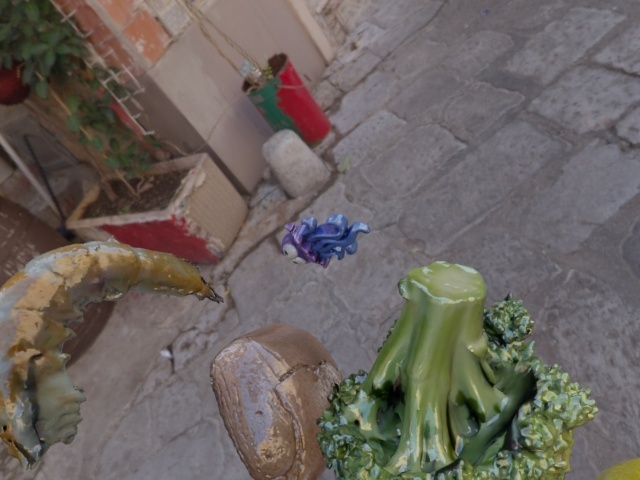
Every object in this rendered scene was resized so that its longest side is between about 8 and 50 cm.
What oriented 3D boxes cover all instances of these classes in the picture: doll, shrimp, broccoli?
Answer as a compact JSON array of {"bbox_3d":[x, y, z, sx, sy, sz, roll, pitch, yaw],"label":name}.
[{"bbox_3d":[0.000,0.000,0.902,0.206,0.110,0.067,-20,32,43],"label":"doll"},{"bbox_3d":[-0.269,0.093,0.607,0.068,0.185,0.287,-10,28,49],"label":"shrimp"},{"bbox_3d":[0.133,0.164,0.532,0.260,0.235,0.288,-59,17,24],"label":"broccoli"}]

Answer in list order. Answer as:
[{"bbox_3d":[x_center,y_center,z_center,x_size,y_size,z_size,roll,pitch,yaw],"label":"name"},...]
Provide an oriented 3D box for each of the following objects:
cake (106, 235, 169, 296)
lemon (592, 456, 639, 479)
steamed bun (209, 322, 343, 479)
[{"bbox_3d":[-0.286,0.055,0.793,0.065,0.121,0.052,-49,21,-2],"label":"cake"},{"bbox_3d":[0.461,0.439,0.635,0.348,0.348,0.348,-24,37,20],"label":"lemon"},{"bbox_3d":[-0.054,0.299,0.993,0.199,0.301,0.251,-30,-7,8],"label":"steamed bun"}]
